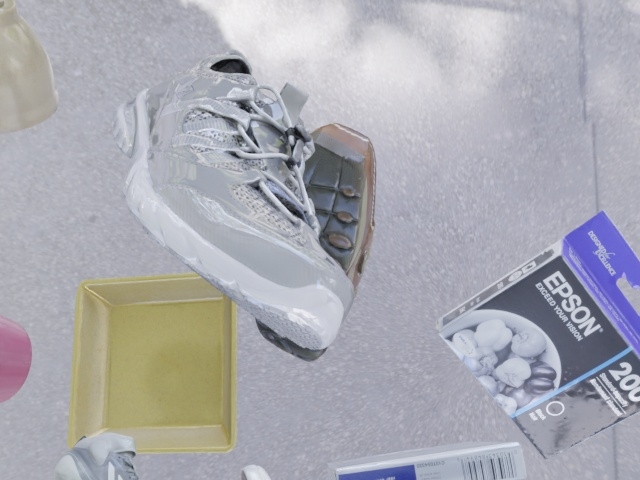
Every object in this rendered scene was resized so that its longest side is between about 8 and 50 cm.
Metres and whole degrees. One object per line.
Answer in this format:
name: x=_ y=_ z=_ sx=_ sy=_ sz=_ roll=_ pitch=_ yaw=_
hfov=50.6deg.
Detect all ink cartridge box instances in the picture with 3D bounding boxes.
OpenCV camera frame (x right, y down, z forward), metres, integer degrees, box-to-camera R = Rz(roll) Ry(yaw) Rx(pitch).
ink cartridge box: x=0.179 y=0.435 z=1.284 sx=0.324 sy=0.330 sz=0.071 roll=-7 pitch=73 yaw=-4
ink cartridge box: x=0.266 y=0.107 z=0.713 sx=0.208 sy=0.045 sz=0.206 roll=-37 pitch=104 yaw=16

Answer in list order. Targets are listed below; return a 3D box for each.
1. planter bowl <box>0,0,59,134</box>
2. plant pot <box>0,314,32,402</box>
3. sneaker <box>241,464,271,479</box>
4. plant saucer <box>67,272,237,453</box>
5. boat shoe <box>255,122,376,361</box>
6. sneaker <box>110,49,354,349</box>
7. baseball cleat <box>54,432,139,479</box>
planter bowl: x=-0.353 y=-0.189 z=0.682 sx=0.162 sy=0.162 sz=0.109 roll=23 pitch=126 yaw=16
plant pot: x=-0.527 y=0.165 z=0.962 sx=0.201 sy=0.180 sz=0.201 roll=-6 pitch=74 yaw=23
sneaker: x=-0.032 y=0.501 z=1.150 sx=0.123 sy=0.106 sz=0.290 roll=-22 pitch=66 yaw=-26
plant saucer: x=-0.308 y=0.235 z=1.304 sx=0.333 sy=0.081 sz=0.332 roll=-4 pitch=76 yaw=12
boat shoe: x=0.000 y=0.000 z=0.755 sx=0.123 sy=0.324 sz=0.120 roll=32 pitch=49 yaw=14
sneaker: x=-0.050 y=-0.051 z=0.405 sx=0.115 sy=0.105 sz=0.281 roll=-42 pitch=43 yaw=3
baseball cleat: x=-0.271 y=0.334 z=0.942 sx=0.206 sy=0.072 sz=0.109 roll=23 pitch=55 yaw=17
